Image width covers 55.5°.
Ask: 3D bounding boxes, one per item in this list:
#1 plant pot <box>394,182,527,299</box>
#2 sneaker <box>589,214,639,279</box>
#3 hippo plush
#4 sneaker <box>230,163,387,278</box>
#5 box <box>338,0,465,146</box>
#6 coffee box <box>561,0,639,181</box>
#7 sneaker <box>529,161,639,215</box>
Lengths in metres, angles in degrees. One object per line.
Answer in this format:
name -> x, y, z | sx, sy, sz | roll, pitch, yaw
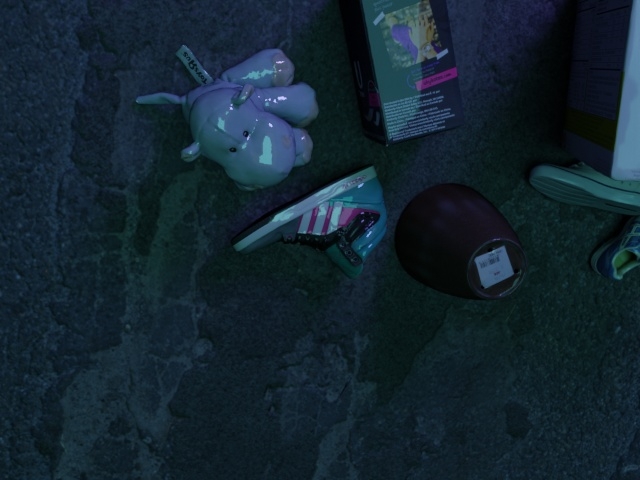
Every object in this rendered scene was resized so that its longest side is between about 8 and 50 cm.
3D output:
plant pot -> 0.271, 0.019, 1.109 | 0.215, 0.230, 0.216 | -2, 105, -9
sneaker -> 0.650, 0.001, 1.235 | 0.080, 0.081, 0.211 | 34, 106, -13
hippo plush -> -0.118, -0.208, 0.977 | 0.294, 0.236, 0.234 | 41, 95, -17
sneaker -> 0.000, 0.000, 1.118 | 0.295, 0.124, 0.179 | -27, 98, -4
box -> 0.132, -0.313, 1.032 | 0.143, 0.165, 0.271 | -14, 106, -5
coffee box -> 0.617, -0.284, 0.986 | 0.337, 0.338, 0.335 | 3, 106, 9
sneaker -> 0.534, -0.121, 1.206 | 0.258, 0.094, 0.091 | 14, 75, -12
